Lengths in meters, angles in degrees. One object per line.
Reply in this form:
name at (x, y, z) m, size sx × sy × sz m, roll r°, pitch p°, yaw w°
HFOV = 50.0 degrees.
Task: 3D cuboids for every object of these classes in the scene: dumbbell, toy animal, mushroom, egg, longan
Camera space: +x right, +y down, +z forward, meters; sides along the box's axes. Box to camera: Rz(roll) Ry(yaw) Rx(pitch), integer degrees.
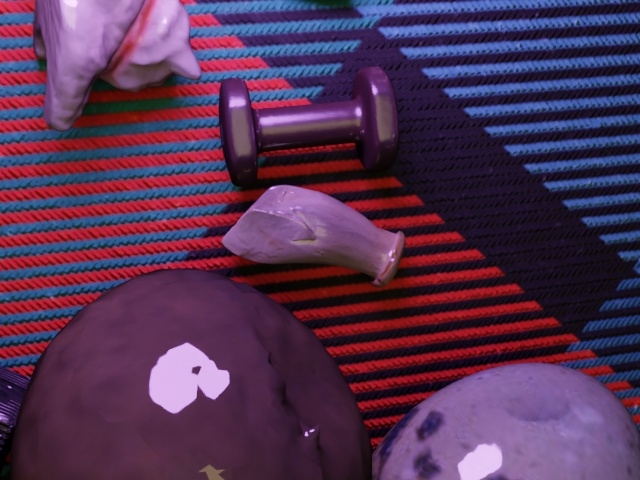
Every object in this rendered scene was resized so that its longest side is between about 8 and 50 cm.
dumbbell at (-0.017, -0.148, 0.886) m, size 0.225 × 0.124 × 0.141 m, roll -8°, pitch 97°, yaw -9°
toy animal at (-0.253, -0.329, 0.817) m, size 0.188 × 0.266 × 0.308 m, roll -8°, pitch 56°, yaw -23°
mushroom at (-0.002, -0.010, 0.923) m, size 0.246 × 0.096 × 0.108 m, roll 14°, pitch 69°, yaw -14°
egg at (0.231, 0.350, 0.882) m, size 0.345 × 0.345 × 0.428 m, roll 45°, pitch 75°, yaw -12°
longan at (-0.134, 0.252, 0.776) m, size 0.403 × 0.404 × 0.436 m, roll -12°, pitch 98°, yaw -8°

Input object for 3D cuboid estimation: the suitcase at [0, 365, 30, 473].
suitcase at (-0.547, 0.218, 0.828) m, size 0.334 × 0.152 × 0.230 m, roll 28°, pitch 94°, yaw -15°
